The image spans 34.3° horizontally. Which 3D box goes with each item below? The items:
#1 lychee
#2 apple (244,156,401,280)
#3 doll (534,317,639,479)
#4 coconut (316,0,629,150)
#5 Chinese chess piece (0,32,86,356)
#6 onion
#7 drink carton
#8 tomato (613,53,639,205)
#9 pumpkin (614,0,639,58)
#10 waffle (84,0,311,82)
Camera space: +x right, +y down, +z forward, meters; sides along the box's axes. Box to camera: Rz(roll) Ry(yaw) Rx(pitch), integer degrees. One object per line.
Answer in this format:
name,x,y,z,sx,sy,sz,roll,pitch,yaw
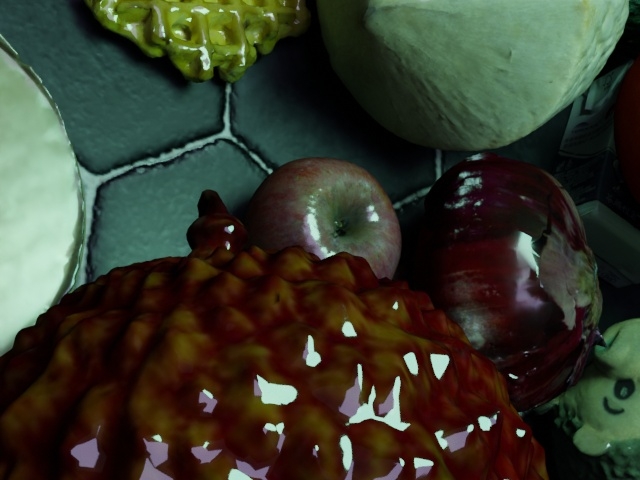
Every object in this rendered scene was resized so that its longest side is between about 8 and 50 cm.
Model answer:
lychee,-0.049,0.185,0.693,0.425,0.424,0.499,2,69,-30
apple,0.000,0.000,0.949,0.153,0.120,0.153,14,64,-31
doll,0.398,0.159,1.042,0.350,0.247,0.247,-22,86,0
coconut,0.136,-0.239,0.998,0.329,0.329,0.328,9,71,-28
Chinese chess piece,-0.337,-0.021,0.747,0.338,0.140,0.338,8,73,-29
onion,0.154,0.047,0.983,0.252,0.219,0.252,-5,90,-75
drink carton,0.350,-0.077,1.189,0.134,0.102,0.222,31,62,-17
tomato,0.428,-0.096,1.041,0.299,0.226,0.298,13,54,-20
pumpkin,0.360,-0.319,1.188,0.263,0.196,0.293,34,24,19
waffle,-0.127,-0.282,1.001,0.291,0.051,0.291,11,67,-29
